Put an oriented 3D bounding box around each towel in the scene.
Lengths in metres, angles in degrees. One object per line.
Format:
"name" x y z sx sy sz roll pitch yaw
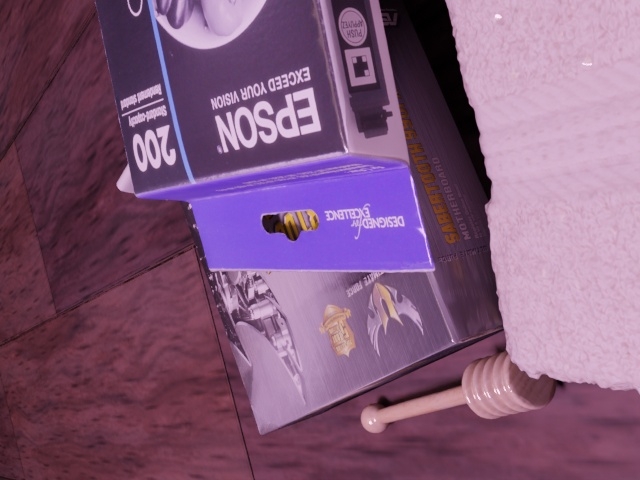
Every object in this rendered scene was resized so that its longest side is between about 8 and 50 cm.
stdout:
"towel" 0.147 -0.033 0.263 0.282 0.049 0.187 -4 96 58

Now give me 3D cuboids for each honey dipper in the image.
"honey dipper" 0.063 0.088 0.456 0.160 0.030 0.031 -38 69 58

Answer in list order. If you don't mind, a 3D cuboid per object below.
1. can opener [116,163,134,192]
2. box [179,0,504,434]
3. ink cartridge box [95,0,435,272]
"can opener" -0.073 -0.104 0.558 0.280 0.074 0.093 -35 72 56
"box" 0.000 0.000 0.498 0.231 0.056 0.183 -39 67 55
"ink cartridge box" -0.044 -0.079 0.428 0.206 0.045 0.208 -4 101 54
